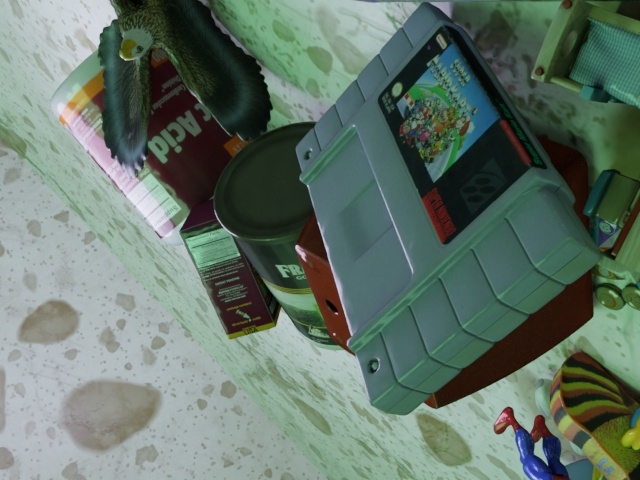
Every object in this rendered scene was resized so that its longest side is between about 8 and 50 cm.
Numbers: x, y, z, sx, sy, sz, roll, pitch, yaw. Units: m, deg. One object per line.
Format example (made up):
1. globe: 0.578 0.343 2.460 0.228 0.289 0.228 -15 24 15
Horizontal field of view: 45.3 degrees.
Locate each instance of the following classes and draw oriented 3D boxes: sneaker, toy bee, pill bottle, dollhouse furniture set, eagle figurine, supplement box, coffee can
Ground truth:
1. sneaker: 0.368 0.252 1.104 0.152 0.054 0.061 46 149 -15
2. toy bee: 0.400 0.280 0.954 0.298 0.162 0.195 25 147 40
3. pill bottle: -0.228 -0.135 1.257 0.392 0.224 0.224 50 156 -9
4. dollhouse furniture set: 0.233 -0.076 0.605 0.129 0.129 0.184 32 114 30
5. eagle figurine: -0.226 -0.261 1.053 0.226 0.225 0.298 7 129 40
6. supplement box: -0.128 0.036 1.138 0.104 0.080 0.188 -80 -29 -65
7. coffee can: 0.000 0.000 1.080 0.201 0.201 0.275 26 157 38

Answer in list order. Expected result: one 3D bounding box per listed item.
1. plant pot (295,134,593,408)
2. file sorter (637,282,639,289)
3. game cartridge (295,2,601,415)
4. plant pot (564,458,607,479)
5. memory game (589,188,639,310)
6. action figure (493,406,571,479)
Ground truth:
1. plant pot: 0.129 0.027 0.890 0.267 0.235 0.267 30 151 41
2. file sorter: 0.380 0.025 0.658 0.118 0.104 0.170 54 155 -16
3. game cartridge: 0.088 -0.051 0.706 0.068 0.230 0.355 20 -145 -31
4. plant pot: 0.407 0.472 1.131 0.293 0.235 0.293 34 157 16
5. memory game: 0.310 0.011 0.864 0.186 0.012 0.186 37 154 21
6. action figure: 0.299 0.353 1.022 0.091 0.139 0.280 14 -166 -8
